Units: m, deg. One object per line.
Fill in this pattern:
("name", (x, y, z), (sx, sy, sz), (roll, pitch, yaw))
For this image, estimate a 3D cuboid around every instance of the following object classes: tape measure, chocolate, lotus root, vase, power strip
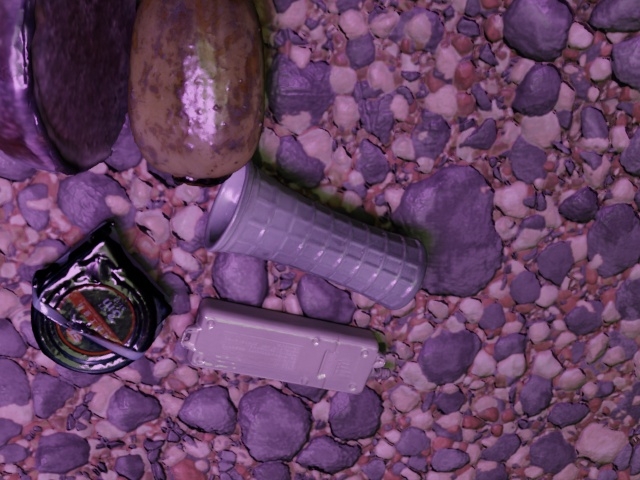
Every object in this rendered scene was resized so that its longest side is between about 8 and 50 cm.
("tape measure", (-0.316, 0.093, 1.166), (0.181, 0.107, 0.182), (-31, 114, 1))
("chocolate", (-0.352, -0.233, 0.944), (0.213, 0.303, 0.303), (7, 113, 8))
("lotus root", (-0.156, -0.220, 1.041), (0.173, 0.173, 0.309), (-2, 106, -9))
("vase", (0.000, 0.000, 1.170), (0.298, 0.143, 0.143), (22, 108, -21))
("power strip", (-0.047, 0.167, 1.270), (0.338, 0.058, 0.098), (13, 110, -14))
